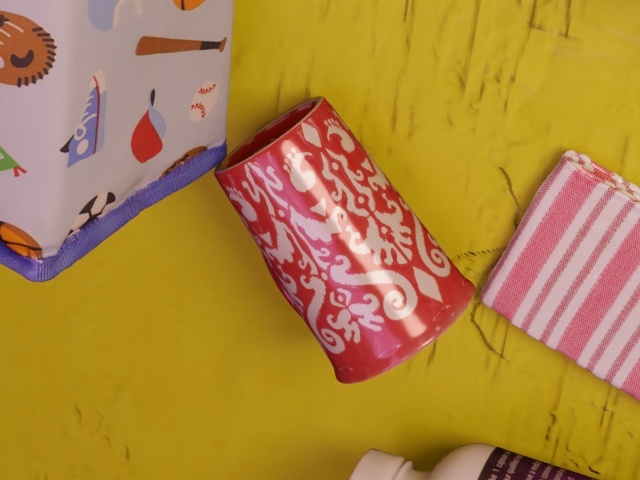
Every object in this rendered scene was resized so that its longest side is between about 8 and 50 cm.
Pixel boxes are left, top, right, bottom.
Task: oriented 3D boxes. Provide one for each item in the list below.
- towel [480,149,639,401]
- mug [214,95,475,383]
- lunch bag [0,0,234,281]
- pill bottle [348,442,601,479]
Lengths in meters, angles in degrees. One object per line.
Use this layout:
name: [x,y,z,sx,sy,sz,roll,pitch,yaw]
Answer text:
towel: [0.217,0.038,1.248,0.197,0.029,0.144,32,129,5]
mug: [-0.002,0.004,1.269,0.150,0.113,0.169,-27,105,33]
lunch bag: [-0.259,-0.207,1.171,0.385,0.239,0.328,29,131,24]
pill bottle: [0.168,0.254,1.314,0.323,0.181,0.181,17,127,14]
